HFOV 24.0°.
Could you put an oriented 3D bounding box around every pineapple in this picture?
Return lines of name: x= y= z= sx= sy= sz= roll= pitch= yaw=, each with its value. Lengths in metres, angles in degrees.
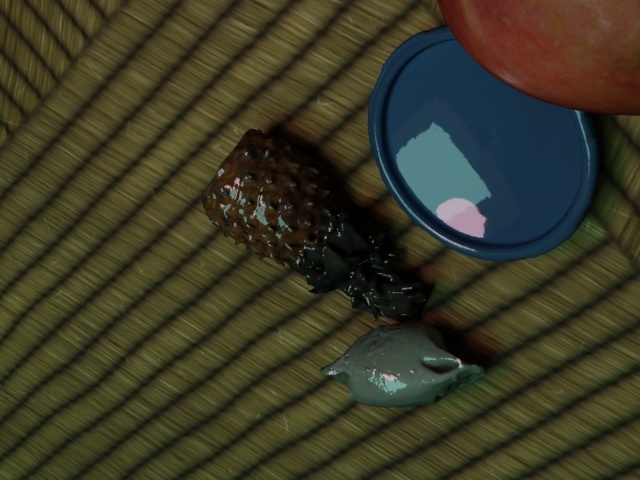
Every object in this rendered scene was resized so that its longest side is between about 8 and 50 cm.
pineapple: x=0.000 y=0.000 z=1.870 sx=0.310 sy=0.141 sz=0.170 roll=37 pitch=149 yaw=-1

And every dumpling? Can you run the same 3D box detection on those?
dumpling: x=0.107 y=0.153 z=1.897 sx=0.219 sy=0.152 sz=0.108 roll=0 pitch=98 yaw=24

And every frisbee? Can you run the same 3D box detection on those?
frisbee: x=0.188 y=-0.114 z=1.707 sx=0.289 sy=0.049 sz=0.290 roll=16 pitch=122 yaw=28

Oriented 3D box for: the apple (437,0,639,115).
apple: x=0.279 y=-0.285 z=1.330 sx=0.363 sy=0.364 sz=0.364 roll=18 pitch=127 yaw=26
